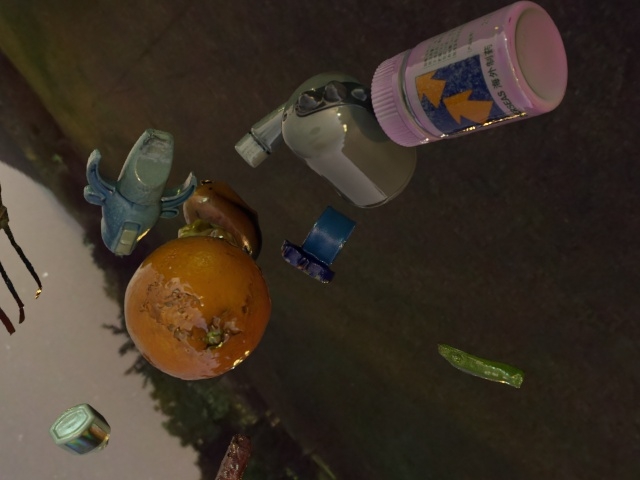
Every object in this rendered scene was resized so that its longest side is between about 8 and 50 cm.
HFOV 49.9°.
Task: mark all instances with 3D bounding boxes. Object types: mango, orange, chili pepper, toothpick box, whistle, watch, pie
[{"bbox_3d":[-0.283,-0.046,1.993,0.287,0.201,0.152,50,-178,0],"label":"mango"},{"bbox_3d":[-0.208,0.111,1.168,0.246,0.246,0.246,46,165,16],"label":"orange"},{"bbox_3d":[0.321,0.255,1.416,0.201,0.050,0.052,16,144,35],"label":"chili pepper"},{"bbox_3d":[0.060,-0.225,1.452,0.229,0.229,0.316,37,180,41],"label":"toothpick box"},{"bbox_3d":[-0.311,-0.076,1.157,0.180,0.269,0.093,13,-144,-30],"label":"whistle"},{"bbox_3d":[0.005,0.004,1.919,0.171,0.200,0.196,35,178,-5],"label":"watch"},{"bbox_3d":[-0.214,0.545,1.604,0.054,0.204,0.219,23,148,-4],"label":"pie"}]

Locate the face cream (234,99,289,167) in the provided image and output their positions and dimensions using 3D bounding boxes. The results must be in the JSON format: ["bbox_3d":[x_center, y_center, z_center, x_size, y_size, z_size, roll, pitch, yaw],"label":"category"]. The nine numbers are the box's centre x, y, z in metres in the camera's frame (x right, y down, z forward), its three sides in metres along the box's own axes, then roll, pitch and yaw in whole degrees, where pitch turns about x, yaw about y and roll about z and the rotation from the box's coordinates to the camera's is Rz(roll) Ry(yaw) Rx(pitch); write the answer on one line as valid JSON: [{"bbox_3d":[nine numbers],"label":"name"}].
[{"bbox_3d":[-0.084,-0.318,1.781,0.089,0.314,0.143,49,-177,-8],"label":"face cream"}]

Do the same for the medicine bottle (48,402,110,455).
[{"bbox_3d":[-0.641,0.523,1.870,0.083,0.121,0.229,46,162,23],"label":"medicine bottle"}]

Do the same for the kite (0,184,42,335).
[{"bbox_3d":[-0.348,-0.009,0.716,0.016,0.127,0.229,0,126,20],"label":"kite"}]

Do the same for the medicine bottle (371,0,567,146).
[{"bbox_3d":[0.243,-0.268,1.158,0.290,0.178,0.178,-10,122,47],"label":"medicine bottle"}]

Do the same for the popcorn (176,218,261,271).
[{"bbox_3d":[-0.293,0.091,1.674,0.316,0.280,0.298,117,150,-69],"label":"popcorn"}]
